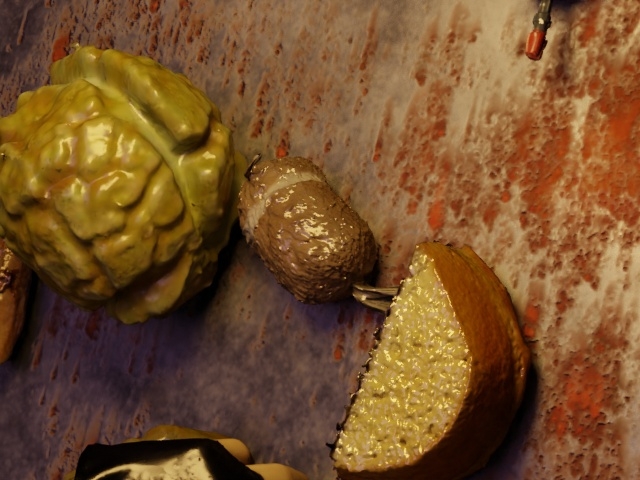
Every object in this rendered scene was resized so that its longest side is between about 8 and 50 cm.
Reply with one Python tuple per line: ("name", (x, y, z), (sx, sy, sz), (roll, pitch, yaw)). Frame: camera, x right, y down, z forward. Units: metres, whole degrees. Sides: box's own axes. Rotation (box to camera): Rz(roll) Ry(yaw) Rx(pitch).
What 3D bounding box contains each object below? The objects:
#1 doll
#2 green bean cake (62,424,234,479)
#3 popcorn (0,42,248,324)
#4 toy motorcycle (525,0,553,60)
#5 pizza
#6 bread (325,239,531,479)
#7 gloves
("doll", (-0.003, 0.006, 1.868), (0.105, 0.115, 0.221), (-42, 63, 6))
("green bean cake", (-0.170, 0.322, 1.879), (0.233, 0.124, 0.236), (-27, 63, 26))
("popcorn", (-0.217, -0.064, 1.948), (0.282, 0.247, 0.282), (-21, 51, 28))
("toy motorcycle", (0.292, -0.284, 1.727), (0.326, 0.148, 0.221), (-3, 53, 32))
("pizza", (-0.399, 0.008, 2.150), (0.161, 0.086, 0.305), (-28, 62, 27))
("bread", (0.115, 0.133, 1.733), (0.134, 0.129, 0.260), (20, 90, 30))
("gloves", (-0.087, 0.279, 1.742), (0.152, 0.301, 0.197), (-176, 89, -66))
